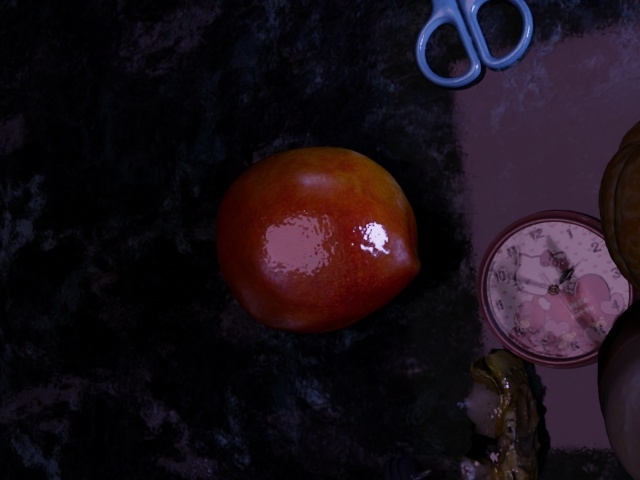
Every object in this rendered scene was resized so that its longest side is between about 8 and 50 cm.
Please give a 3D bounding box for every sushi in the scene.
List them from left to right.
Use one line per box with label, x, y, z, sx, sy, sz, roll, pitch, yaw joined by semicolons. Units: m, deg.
sushi;0.269;0.318;1.119;0.131;0.139;0.291;7;96;34

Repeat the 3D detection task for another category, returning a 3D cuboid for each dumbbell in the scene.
dumbbell;0.106;0.431;1.222;0.208;0.099;0.099;-37;76;22

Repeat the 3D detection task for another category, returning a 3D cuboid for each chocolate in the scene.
chocolate;0.487;0.208;0.919;0.283;0.186;0.284;1;93;26

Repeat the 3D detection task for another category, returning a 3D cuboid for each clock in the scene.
clock;0.360;0.076;1.106;0.244;0.056;0.245;2;95;26

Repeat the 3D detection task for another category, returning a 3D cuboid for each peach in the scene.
peach;0.000;0.000;1.158;0.332;0.308;0.308;9;96;21

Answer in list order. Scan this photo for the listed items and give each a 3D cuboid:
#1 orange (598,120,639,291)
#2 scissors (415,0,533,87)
orange;0.493;-0.065;0.886;0.249;0.329;0.329;44;111;-5
scissors;0.191;-0.474;1.184;0.192;0.029;0.447;-22;82;25
